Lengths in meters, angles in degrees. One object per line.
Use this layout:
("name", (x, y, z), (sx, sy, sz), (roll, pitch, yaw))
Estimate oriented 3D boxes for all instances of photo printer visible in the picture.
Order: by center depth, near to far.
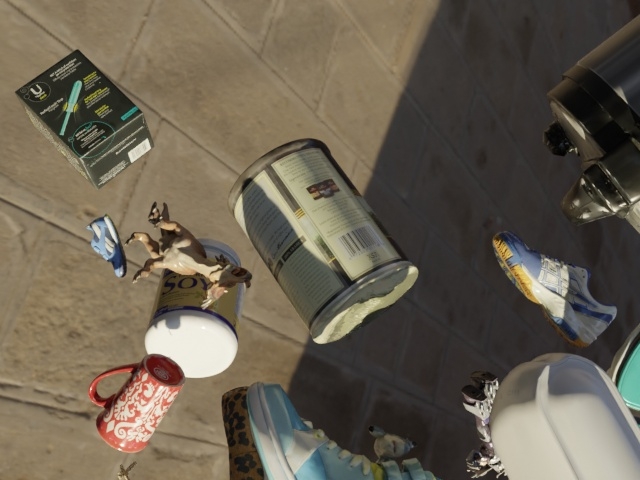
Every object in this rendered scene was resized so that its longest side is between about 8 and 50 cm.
("photo printer", (0.300, 0.284, 0.812), (0.256, 0.107, 0.307), (88, -20, -66))

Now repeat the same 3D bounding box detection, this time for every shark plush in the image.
("shark plush", (0.133, 0.358, 1.218), (0.161, 0.067, 0.073), (53, 28, -59))

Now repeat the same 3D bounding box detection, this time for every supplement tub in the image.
("supplement tub", (-0.331, 0.177, 1.945), (0.331, 0.241, 0.241), (-90, 160, -49))

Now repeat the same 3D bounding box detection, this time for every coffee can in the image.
("coffee can", (0.000, 0.000, 1.174), (0.201, 0.275, 0.201), (-29, 158, -13))

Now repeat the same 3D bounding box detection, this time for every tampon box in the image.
("tampon box", (-0.359, -0.185, 1.098), (0.120, 0.161, 0.101), (-41, 164, -18))

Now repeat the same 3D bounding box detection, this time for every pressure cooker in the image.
("pressure cooker", (0.539, -0.161, 1.048), (0.370, 0.420, 0.375), (42, 19, -36))

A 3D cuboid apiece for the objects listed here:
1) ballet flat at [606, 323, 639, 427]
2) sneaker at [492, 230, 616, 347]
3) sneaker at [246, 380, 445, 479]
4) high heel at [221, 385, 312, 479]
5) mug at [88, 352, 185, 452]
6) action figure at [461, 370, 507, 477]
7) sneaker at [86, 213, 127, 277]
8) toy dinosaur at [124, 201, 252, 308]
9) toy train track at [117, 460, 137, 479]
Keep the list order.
("ballet flat", (0.580, 0.324, 1.355), (0.139, 0.139, 0.400), (27, 77, -54))
("sneaker", (0.493, 0.080, 1.512), (0.131, 0.296, 0.112), (-40, 174, 1))
("sneaker", (0.041, 0.301, 0.933), (0.208, 0.319, 0.127), (-24, 157, -10))
("high heel", (-0.136, 0.369, 1.139), (0.093, 0.186, 0.261), (40, 73, -46))
("mug", (-0.356, 0.302, 1.370), (0.150, 0.113, 0.169), (27, 111, -28))
("action figure", (0.416, 0.467, 1.745), (0.185, 0.099, 0.285), (-34, 115, -34))
("sneaker", (-0.461, 0.017, 1.548), (0.053, 0.059, 0.144), (117, -48, -77))
("toy dinosaur", (-0.263, 0.032, 1.410), (0.200, 0.295, 0.127), (27, 99, -30))
("toy train track", (-0.492, 0.584, 1.813), (0.048, 0.014, 0.083), (64, 18, -2))
